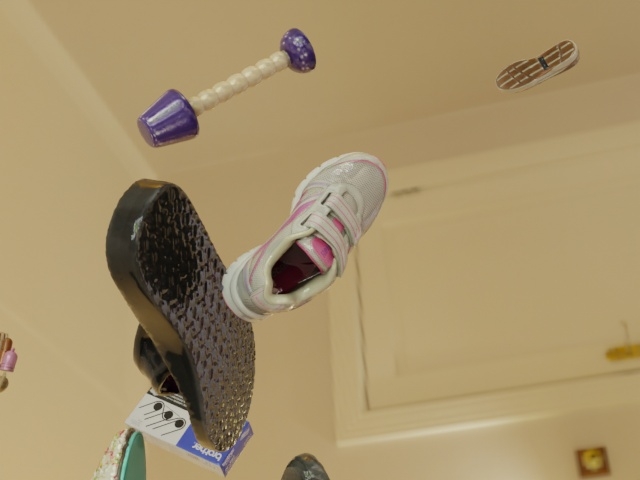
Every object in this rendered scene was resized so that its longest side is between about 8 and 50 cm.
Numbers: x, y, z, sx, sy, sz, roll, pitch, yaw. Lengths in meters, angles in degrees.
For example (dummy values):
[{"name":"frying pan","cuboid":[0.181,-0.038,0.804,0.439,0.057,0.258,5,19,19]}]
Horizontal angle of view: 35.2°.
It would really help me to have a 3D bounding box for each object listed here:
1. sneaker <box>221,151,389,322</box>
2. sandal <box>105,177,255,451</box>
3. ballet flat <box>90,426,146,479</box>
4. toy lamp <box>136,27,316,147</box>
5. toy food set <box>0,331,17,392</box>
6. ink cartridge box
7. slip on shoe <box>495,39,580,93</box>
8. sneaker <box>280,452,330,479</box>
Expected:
[{"name":"sneaker","cuboid":[0.000,0.000,1.178,0.103,0.252,0.111,43,167,-19]},{"name":"sandal","cuboid":[-0.175,0.095,1.243,0.445,0.107,0.167,75,-149,-44]},{"name":"ballet flat","cuboid":[-0.236,0.330,1.127,0.091,0.077,0.241,11,-104,-79]},{"name":"toy lamp","cuboid":[-0.134,-0.213,1.442,0.080,0.275,0.080,46,154,30]},{"name":"toy food set","cuboid":[-0.451,0.175,1.436,0.019,0.078,0.122,19,-155,-28]},{"name":"ink cartridge box","cuboid":[-0.230,0.329,1.770,0.097,0.207,0.046,-55,-29,-32]},{"name":"slip on shoe","cuboid":[0.342,-0.267,1.584,0.041,0.135,0.051,31,-146,-58]},{"name":"sneaker","cuboid":[-0.072,0.401,1.231,0.106,0.163,0.281,32,121,55]}]
